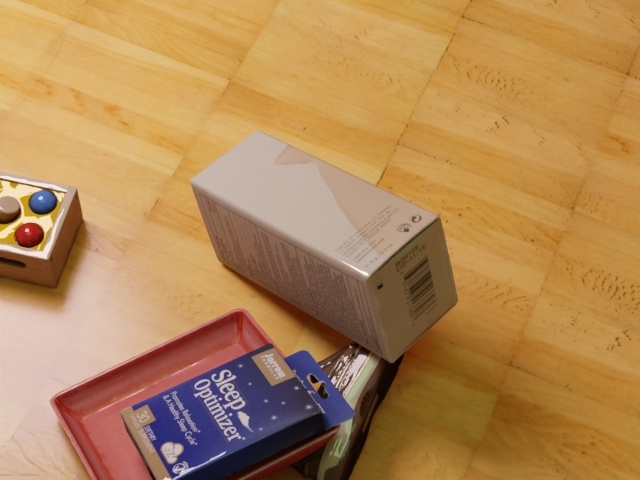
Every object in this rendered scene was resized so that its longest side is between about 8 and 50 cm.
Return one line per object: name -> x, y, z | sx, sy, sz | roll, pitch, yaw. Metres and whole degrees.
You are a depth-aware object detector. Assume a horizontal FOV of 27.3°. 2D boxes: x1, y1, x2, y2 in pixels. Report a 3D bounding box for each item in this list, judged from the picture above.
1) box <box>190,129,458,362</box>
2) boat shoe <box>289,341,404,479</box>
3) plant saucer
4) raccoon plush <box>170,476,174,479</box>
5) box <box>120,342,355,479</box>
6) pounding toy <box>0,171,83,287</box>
box -> 0.000, 0.000, 1.552 | 0.121, 0.148, 0.311 | -40, 47, -24
boat shoe -> 0.029, 0.159, 1.546 | 0.095, 0.095, 0.257 | 19, 59, 15
plant saucer -> -0.143, 0.208, 1.488 | 0.259, 0.048, 0.258 | -24, 38, -17
raccoon plush -> -0.183, 0.434, 1.244 | 0.216, 0.299, 0.446 | 34, 63, 16
box -> -0.090, 0.188, 1.433 | 0.225, 0.037, 0.136 | -23, 38, -16
pounding toy -> -0.385, -0.017, 1.628 | 0.141, 0.100, 0.130 | 12, 58, 5
